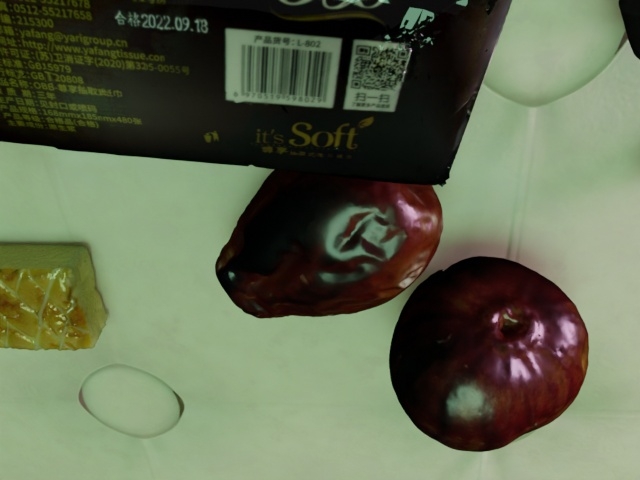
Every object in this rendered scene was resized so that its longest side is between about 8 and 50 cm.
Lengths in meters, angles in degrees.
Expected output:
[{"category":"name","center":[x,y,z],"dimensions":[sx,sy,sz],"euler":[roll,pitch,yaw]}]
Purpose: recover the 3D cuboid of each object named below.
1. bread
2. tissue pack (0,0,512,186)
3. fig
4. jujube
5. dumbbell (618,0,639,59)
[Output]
[{"category":"bread","center":[-0.361,0.069,0.705],"dimensions":[0.188,0.068,0.125],"euler":[1,123,5]},{"category":"tissue pack","center":[-0.065,-0.174,0.416],"dimensions":[0.370,0.198,0.210],"euler":[6,131,-6]},{"category":"fig","center":[0.158,0.130,0.648],"dimensions":[0.186,0.203,0.249],"euler":[49,157,10]},{"category":"jujube","center":[0.000,0.000,0.577],"dimensions":[0.236,0.168,0.168],"euler":[-30,116,26]},{"category":"dumbbell","center":[0.339,-0.122,0.462],"dimensions":[0.152,0.152,0.218],"euler":[-22,118,19]}]
